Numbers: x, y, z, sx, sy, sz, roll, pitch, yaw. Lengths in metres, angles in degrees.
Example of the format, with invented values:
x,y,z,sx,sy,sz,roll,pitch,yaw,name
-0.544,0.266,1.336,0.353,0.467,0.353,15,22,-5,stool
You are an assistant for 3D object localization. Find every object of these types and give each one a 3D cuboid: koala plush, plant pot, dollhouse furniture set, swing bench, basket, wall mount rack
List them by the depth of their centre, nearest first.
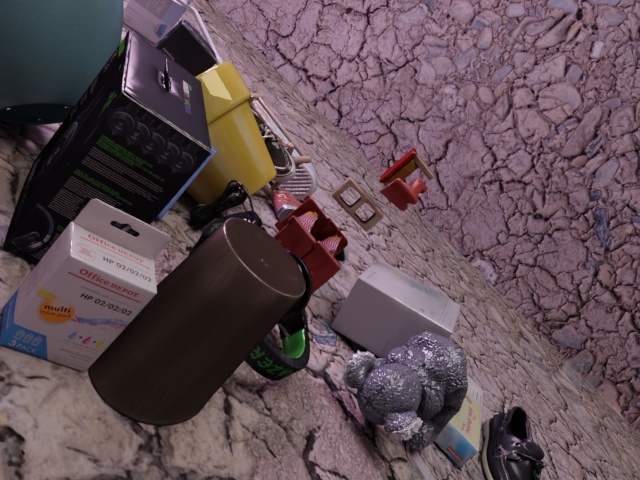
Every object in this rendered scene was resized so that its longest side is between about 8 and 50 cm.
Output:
x,y,z,sx,sy,sz,roll,pitch,yaw,name
-0.140,0.094,0.746,0.154,0.227,0.204,49,19,14,basket
-0.443,-0.289,0.929,0.290,0.290,0.195,-7,90,-68,plant pot
0.144,0.266,1.089,0.221,0.203,0.196,1,45,-49,koala plush
-0.217,-0.191,1.213,0.239,0.254,0.254,56,15,-13,plant pot
0.059,-0.069,1.313,0.152,0.374,0.201,47,16,-8,dollhouse furniture set
-0.198,-0.254,1.487,0.253,0.165,0.254,53,19,19,swing bench
-0.391,-0.499,1.493,0.304,0.350,0.130,33,57,-25,wall mount rack

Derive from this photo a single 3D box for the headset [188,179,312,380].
x,y,z,sx,sy,sz,roll,pitch,yaw,name
-0.136,0.056,1.016,0.243,0.185,0.394,49,20,-48,headset

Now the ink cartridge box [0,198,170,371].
x,y,z,sx,sy,sz,roll,pitch,yaw,name
-0.254,0.053,0.660,0.104,0.181,0.061,31,23,-36,ink cartridge box

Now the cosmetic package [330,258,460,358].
x,y,z,sx,sy,sz,roll,pitch,yaw,name
0.173,0.166,1.334,0.224,0.138,0.224,29,15,11,cosmetic package

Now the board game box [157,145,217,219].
x,y,z,sx,sy,sz,roll,pitch,yaw,name
-0.312,-0.164,1.048,0.211,0.160,0.039,40,-2,-14,board game box

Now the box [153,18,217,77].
x,y,z,sx,sy,sz,roll,pitch,yaw,name
-0.339,-0.380,1.341,0.108,0.207,0.153,47,8,-25,box

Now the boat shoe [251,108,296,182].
x,y,z,sx,sy,sz,roll,pitch,yaw,name
-0.135,-0.217,1.322,0.219,0.078,0.070,47,-19,18,boat shoe

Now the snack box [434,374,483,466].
x,y,z,sx,sy,sz,roll,pitch,yaw,name
0.278,0.350,1.364,0.187,0.060,0.322,45,18,6,snack box

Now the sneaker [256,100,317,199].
x,y,z,sx,sy,sz,roll,pitch,yaw,name
-0.143,-0.264,1.716,0.366,0.135,0.150,54,10,0,sneaker

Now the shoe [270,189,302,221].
x,y,z,sx,sy,sz,roll,pitch,yaw,name
-0.054,-0.075,1.570,0.178,0.063,0.081,21,32,-44,shoe

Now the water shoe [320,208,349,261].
x,y,z,sx,sy,sz,roll,pitch,yaw,name
0.000,0.000,1.538,0.073,0.080,0.203,11,-33,44,water shoe

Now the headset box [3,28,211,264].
x,y,z,sx,sy,sz,roll,pitch,yaw,name
-0.279,-0.123,0.830,0.131,0.283,0.246,34,22,-32,headset box

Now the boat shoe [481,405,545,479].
x,y,z,sx,sy,sz,roll,pitch,yaw,name
0.445,0.482,1.353,0.127,0.113,0.340,46,18,3,boat shoe
